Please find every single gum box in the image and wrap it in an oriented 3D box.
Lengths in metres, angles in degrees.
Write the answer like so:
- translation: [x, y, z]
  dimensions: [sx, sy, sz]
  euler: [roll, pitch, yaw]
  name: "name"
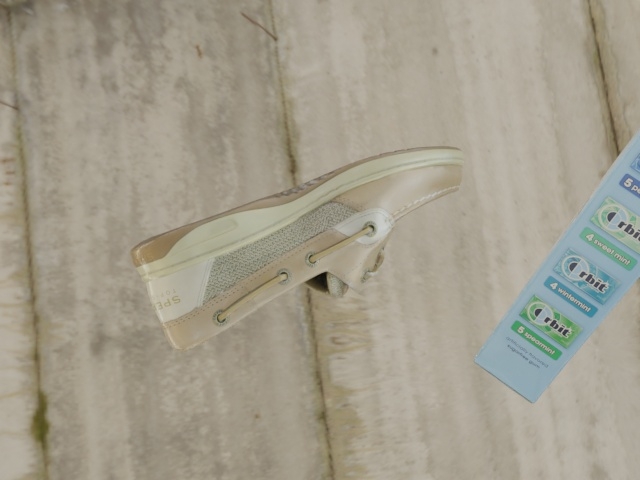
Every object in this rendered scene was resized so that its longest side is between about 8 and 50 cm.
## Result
- translation: [0.163, -0.024, 0.467]
  dimensions: [0.041, 0.157, 0.184]
  euler: [36, -52, 12]
  name: "gum box"

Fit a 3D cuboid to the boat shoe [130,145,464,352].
- translation: [0.000, 0.000, 0.745]
  dimensions: [0.302, 0.109, 0.098]
  euler: [-21, -88, -29]
  name: "boat shoe"
